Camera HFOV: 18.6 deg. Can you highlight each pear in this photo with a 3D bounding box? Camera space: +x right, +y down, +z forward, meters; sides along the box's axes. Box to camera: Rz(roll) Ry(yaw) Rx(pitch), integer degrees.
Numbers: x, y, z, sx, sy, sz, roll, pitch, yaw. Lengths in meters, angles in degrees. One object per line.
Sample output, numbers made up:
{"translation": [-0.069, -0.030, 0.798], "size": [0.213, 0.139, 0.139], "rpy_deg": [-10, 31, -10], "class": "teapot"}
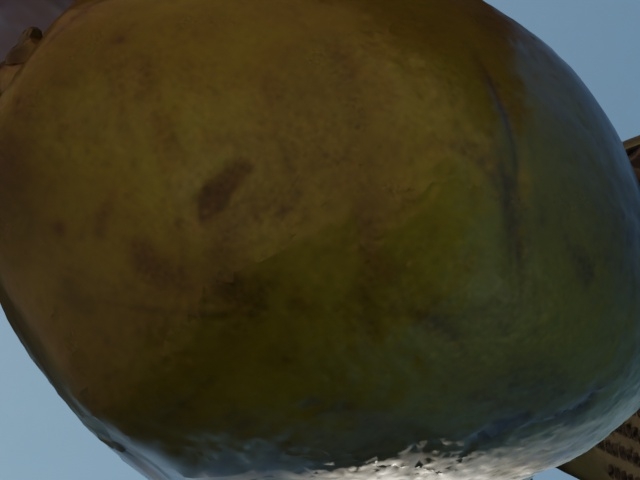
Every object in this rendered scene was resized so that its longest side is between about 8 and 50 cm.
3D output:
{"translation": [0.000, 0.000, 0.848], "size": [0.269, 0.321, 0.269], "rpy_deg": [-42, -148, 35], "class": "pear"}

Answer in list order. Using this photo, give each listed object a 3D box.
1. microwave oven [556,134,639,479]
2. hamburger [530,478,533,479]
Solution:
{"translation": [0.352, 0.028, 1.668], "size": [0.394, 0.247, 0.333], "rpy_deg": [-21, -155, -30], "class": "microwave oven"}
{"translation": [0.038, 0.292, 1.889], "size": [0.396, 0.396, 0.277], "rpy_deg": [-60, 159, -16], "class": "hamburger"}
